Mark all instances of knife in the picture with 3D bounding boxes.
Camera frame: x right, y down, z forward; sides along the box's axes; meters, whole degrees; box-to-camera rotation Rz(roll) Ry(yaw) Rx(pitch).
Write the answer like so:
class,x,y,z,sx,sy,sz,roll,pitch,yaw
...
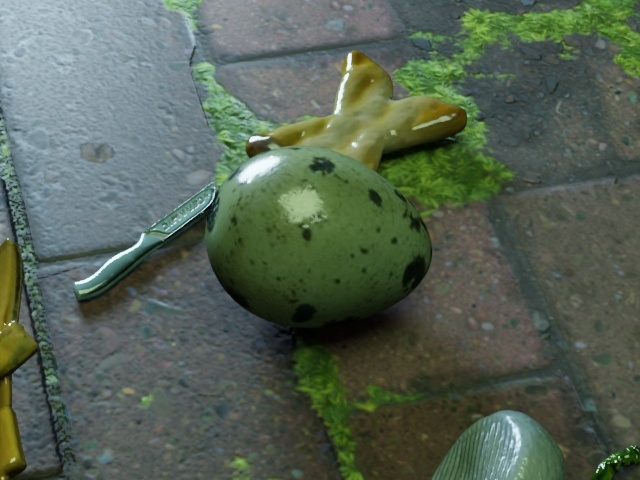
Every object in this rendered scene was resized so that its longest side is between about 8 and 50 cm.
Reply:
class,x,y,z,sx,sy,sz,roll,pitch,yaw
knife,-0.173,0.000,1.657,0.028,0.015,0.210,31,52,28

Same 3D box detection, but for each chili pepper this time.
class,x,y,z,sx,sy,sz,roll,pitch,yaw
chili pepper,0.274,0.215,1.509,0.083,0.022,0.027,-38,28,-31

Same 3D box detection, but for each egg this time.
class,x,y,z,sx,sy,sz,roll,pitch,yaw
egg,0.000,0.000,1.571,0.228,0.177,0.177,12,46,-18

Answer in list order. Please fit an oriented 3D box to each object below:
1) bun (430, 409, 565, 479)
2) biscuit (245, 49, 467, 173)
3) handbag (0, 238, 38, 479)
class,x,y,z,sx,sy,sz,roll,pitch,yaw
bun,0.158,0.223,1.428,0.083,0.141,0.141,40,43,-24
biscuit,0.038,-0.114,1.759,0.164,0.047,0.208,34,53,21
handbag,-0.352,0.193,1.282,0.283,0.133,0.401,-27,46,24
